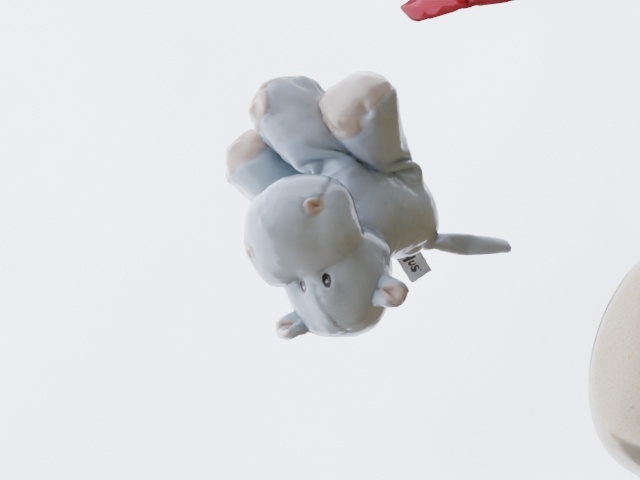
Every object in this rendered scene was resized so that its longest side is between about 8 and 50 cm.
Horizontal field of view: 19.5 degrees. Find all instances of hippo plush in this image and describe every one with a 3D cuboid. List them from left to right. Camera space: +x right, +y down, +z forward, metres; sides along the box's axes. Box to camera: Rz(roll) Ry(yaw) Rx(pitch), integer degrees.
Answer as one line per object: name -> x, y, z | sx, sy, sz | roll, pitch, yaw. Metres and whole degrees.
hippo plush -> 0.000, 0.000, 1.879 | 0.294, 0.234, 0.236 | 54, -142, -25

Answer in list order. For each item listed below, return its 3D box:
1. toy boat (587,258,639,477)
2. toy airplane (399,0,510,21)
toy boat -> 0.269, 0.079, 1.042 | 0.151, 0.231, 0.151 | 29, -111, -42
toy airplane -> 0.067, -0.170, 1.030 | 0.151, 0.151, 0.028 | -37, -38, -27
